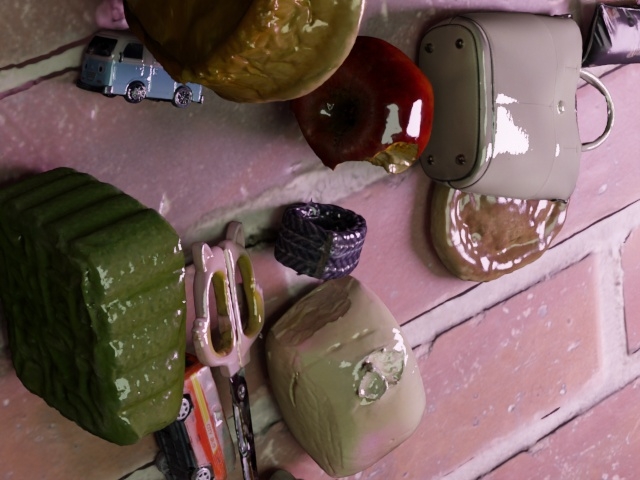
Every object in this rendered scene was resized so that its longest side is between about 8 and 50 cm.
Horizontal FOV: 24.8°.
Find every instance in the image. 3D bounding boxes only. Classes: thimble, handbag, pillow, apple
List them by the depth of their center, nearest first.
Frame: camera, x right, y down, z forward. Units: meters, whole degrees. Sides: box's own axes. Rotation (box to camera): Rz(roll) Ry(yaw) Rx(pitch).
[{"bbox_3d":[0.052,-0.151,1.610,0.158,0.156,0.147,-13,116,-66],"label":"apple"},{"bbox_3d":[0.000,-0.001,1.663,0.104,0.095,0.066,-42,150,-65],"label":"thimble"},{"bbox_3d":[0.250,-0.164,1.798,0.315,0.109,0.241,-3,95,-47],"label":"handbag"},{"bbox_3d":[0.398,-0.268,1.903,0.150,0.048,0.090,-9,109,-39],"label":"pillow"}]

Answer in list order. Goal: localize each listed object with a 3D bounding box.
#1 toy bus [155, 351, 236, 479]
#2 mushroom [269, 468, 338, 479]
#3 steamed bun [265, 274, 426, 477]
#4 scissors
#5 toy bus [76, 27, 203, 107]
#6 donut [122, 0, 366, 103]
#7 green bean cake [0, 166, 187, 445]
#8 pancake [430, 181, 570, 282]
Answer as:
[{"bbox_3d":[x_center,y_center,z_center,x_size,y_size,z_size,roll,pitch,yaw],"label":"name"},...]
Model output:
[{"bbox_3d":[-0.148,0.206,1.633,0.077,0.079,0.174,-37,126,-34],"label":"toy bus"},{"bbox_3d":[-0.090,0.358,1.723,0.278,0.099,0.096,-29,117,-24],"label":"mushroom"},{"bbox_3d":[0.043,0.172,1.718,0.170,0.153,0.238,-34,122,-23],"label":"steamed bun"},{"bbox_3d":[-0.093,0.143,1.627,0.160,0.024,0.317,-34,120,-61],"label":"scissors"},{"bbox_3d":[-0.179,-0.177,1.473,0.123,0.060,0.075,1,101,-41],"label":"toy bus"},{"bbox_3d":[-0.079,-0.285,1.358,0.160,0.330,0.330,7,102,-30],"label":"donut"},{"bbox_3d":[-0.224,0.066,1.422,0.125,0.222,0.248,-27,124,-32],"label":"green bean cake"},{"bbox_3d":[0.236,-0.047,1.862,0.236,0.042,0.222,21,89,-43],"label":"pancake"}]
